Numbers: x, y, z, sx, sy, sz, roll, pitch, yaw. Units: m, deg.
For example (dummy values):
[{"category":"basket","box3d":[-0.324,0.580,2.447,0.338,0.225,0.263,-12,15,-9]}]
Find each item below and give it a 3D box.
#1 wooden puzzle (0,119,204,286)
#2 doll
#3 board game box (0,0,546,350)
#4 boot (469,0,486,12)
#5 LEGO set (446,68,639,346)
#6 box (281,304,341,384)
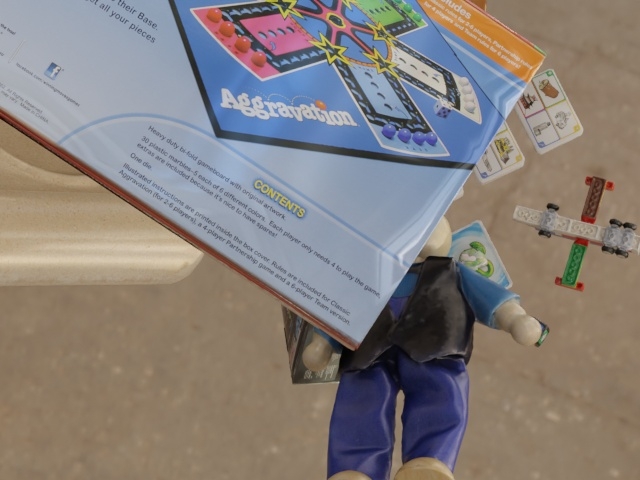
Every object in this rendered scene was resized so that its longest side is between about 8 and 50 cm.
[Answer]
[{"category":"wooden puzzle","box3d":[-0.273,-0.099,1.017,0.322,0.080,0.348,0,48,-42]},{"category":"doll","box3d":[0.048,0.055,0.816,0.129,0.046,0.189,-12,42,19]},{"category":"board game box","box3d":[-0.064,-0.093,0.648,0.281,0.145,0.027,34,-5,-4]},{"category":"boot","box3d":[0.150,-0.286,1.812,0.073,0.197,0.152,32,20,12]},{"category":"LEGO set","box3d":[0.200,-0.022,1.573,0.182,0.060,0.244,-27,69,5]},{"category":"box","box3d":[0.000,0.000,1.425,0.051,0.220,0.175,-3,57,-11]}]
